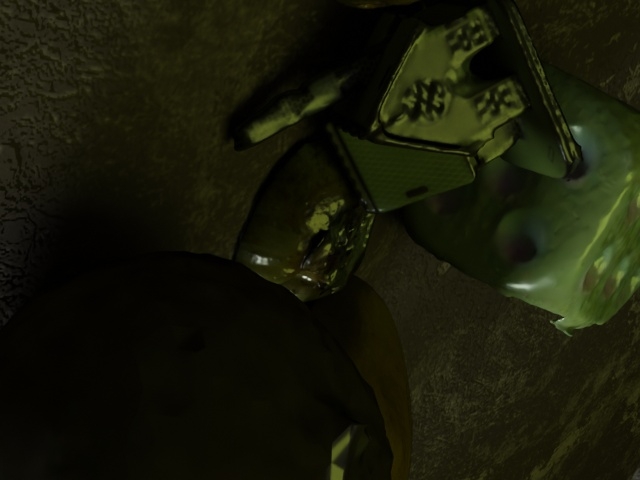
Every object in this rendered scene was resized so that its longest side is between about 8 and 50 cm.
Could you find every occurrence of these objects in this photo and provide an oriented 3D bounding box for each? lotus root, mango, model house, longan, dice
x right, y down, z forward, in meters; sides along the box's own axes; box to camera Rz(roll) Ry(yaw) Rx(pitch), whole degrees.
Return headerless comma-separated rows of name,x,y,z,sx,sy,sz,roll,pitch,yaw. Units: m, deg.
lotus root,0.002,-0.004,1.380,0.183,0.078,0.203,-13,131,-50
mango,0.026,0.179,1.404,0.195,0.142,0.331,64,24,-21
model house,0.065,-0.100,1.280,0.279,0.205,0.218,-31,108,-9
longan,-0.120,0.204,1.091,0.391,0.391,0.391,-37,145,-31
dice,0.262,-0.057,1.536,0.252,0.250,0.254,14,108,-59

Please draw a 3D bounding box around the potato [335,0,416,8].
potato,0.016,-0.289,0.952,0.196,0.246,0.300,-58,145,-4
